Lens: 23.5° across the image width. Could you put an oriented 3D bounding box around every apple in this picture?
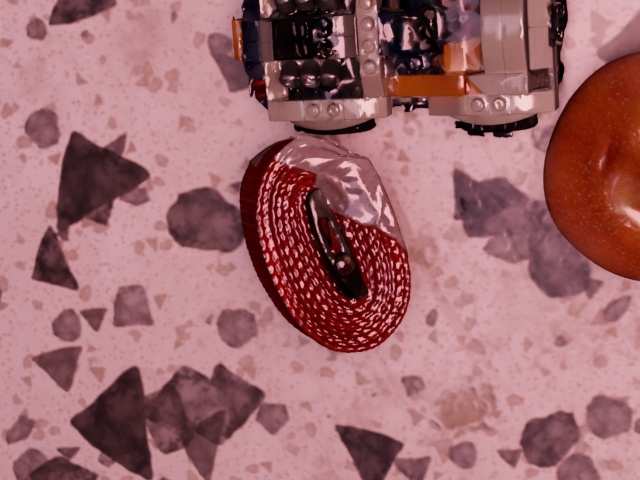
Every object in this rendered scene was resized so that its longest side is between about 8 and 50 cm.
[{"bbox_3d":[0.286,-0.062,1.308,0.201,0.162,0.201,2,99,11],"label":"apple"}]

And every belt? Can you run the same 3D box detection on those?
[{"bbox_3d":[0.000,0.000,1.404,0.128,0.124,0.201,-22,97,-10],"label":"belt"}]

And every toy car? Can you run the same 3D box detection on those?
[{"bbox_3d":[0.069,-0.181,1.362,0.301,0.118,0.193,0,102,13],"label":"toy car"}]
